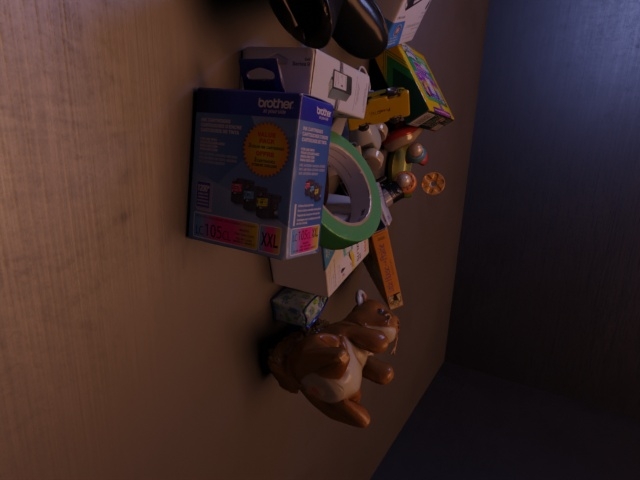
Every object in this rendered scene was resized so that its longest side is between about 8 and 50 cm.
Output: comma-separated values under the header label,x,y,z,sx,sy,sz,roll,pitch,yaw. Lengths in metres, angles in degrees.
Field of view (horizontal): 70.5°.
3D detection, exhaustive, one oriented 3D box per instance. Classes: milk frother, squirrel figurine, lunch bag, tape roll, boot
label,x,y,z,sx,sy,sz,roll,pitch,yaw
milk frother,0.249,-0.184,1.867,0.135,0.129,0.143,-32,170,-9
squirrel figurine,0.050,0.318,1.406,0.370,0.397,0.281,-48,122,-43
lunch bag,-0.058,0.185,1.400,0.151,0.129,0.096,-40,134,-48
tape roll,0.031,-0.137,1.207,0.321,0.077,0.321,23,55,-37
boot,0.031,-0.534,1.047,0.367,0.146,0.445,46,26,-23

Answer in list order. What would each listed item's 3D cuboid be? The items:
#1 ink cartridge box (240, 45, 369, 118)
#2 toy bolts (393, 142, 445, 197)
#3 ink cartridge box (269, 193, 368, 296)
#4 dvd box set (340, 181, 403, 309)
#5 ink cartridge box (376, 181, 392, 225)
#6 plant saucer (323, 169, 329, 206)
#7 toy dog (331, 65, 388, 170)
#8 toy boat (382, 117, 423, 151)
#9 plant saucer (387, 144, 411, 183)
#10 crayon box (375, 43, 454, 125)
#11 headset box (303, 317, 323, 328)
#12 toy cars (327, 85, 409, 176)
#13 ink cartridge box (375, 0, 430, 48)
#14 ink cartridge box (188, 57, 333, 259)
label,x,y,z,sx,sy,sz,roll,pitch,yaw
ink cartridge box,-0.034,-0.393,1.153,0.289,0.211,0.121,-10,110,-59
toy bolts,0.427,-0.307,1.948,0.158,0.218,0.228,23,72,-75
ink cartridge box,0.000,0.000,1.364,0.270,0.197,0.198,-42,135,-47
dvd box set,0.189,0.018,1.660,0.307,0.062,0.420,-115,-176,-46
ink cartridge box,0.204,-0.163,1.671,0.223,0.045,0.224,-36,104,-76
plant saucer,-0.086,-0.188,1.223,0.311,0.050,0.310,14,73,-51
toy dog,0.095,-0.378,1.488,0.333,0.161,0.220,62,40,-30
toy boat,0.328,-0.475,1.883,0.151,0.151,0.231,54,46,-15
plant saucer,0.354,-0.336,2.053,0.241,0.037,0.241,-32,127,-54
crayon box,0.368,-0.597,1.763,0.363,0.106,0.313,-15,78,-59
headset box,-0.025,0.302,1.602,0.083,0.032,0.062,47,59,-54
toy cars,0.095,-0.322,1.360,0.176,0.087,0.393,26,120,-32
ink cartridge box,0.263,-0.831,1.408,0.285,0.166,0.395,-42,164,-47
ink cartridge box,-0.131,-0.180,0.988,0.151,0.270,0.395,-10,109,-63
